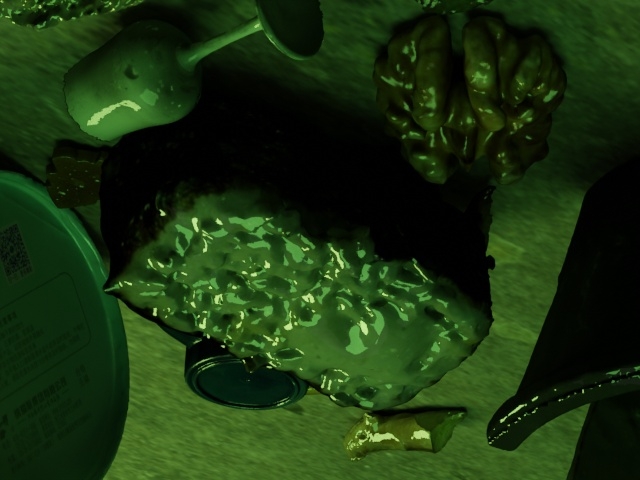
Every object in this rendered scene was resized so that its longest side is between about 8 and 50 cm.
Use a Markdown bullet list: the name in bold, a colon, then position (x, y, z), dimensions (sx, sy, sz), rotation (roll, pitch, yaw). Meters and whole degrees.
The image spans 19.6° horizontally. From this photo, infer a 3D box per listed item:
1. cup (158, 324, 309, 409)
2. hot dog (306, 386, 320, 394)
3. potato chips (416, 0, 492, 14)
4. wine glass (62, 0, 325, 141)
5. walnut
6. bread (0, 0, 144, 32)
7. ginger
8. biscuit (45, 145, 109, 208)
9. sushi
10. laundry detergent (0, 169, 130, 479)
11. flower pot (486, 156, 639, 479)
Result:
- **cup**: position (-0.075, 0.062, 1.589), dimensions (0.150, 0.138, 0.113), rotation (7, 149, -4)
- **hot dog**: position (0.004, 0.112, 1.750), dimensions (0.215, 0.047, 0.066), rotation (-13, 108, 25)
- **potato chips**: position (0.088, -0.221, 1.210), dimensions (0.142, 0.026, 0.209), rotation (13, 148, -8)
- **wine glass**: position (-0.095, -0.132, 1.329), dimensions (0.195, 0.079, 0.079), rotation (-20, 141, 34)
- **walnut**: position (0.111, -0.095, 1.373), dimensions (0.143, 0.069, 0.170), rotation (0, 146, 12)
- **bread**: position (-0.043, -0.217, 1.082), dimensions (0.337, 0.183, 0.102), rotation (-10, 112, 26)
- **ginger**: position (0.084, 0.197, 1.887), dimensions (0.137, 0.044, 0.057), rotation (-8, 165, 23)
- **biscuit**: position (-0.195, -0.051, 1.539), dimensions (0.082, 0.016, 0.092), rotation (17, 148, -27)
- **sushi**: position (0.000, 0.000, 1.448), dimensions (0.343, 0.182, 0.196), rotation (22, 140, -27)
- **laundry detergent**: position (-0.366, 0.111, 1.572), dimensions (0.305, 0.287, 0.287), rotation (-13, 144, 27)
- **flower pot**: position (0.323, 0.084, 1.459), dimensions (0.379, 0.251, 0.379), rotation (5, 147, 3)
